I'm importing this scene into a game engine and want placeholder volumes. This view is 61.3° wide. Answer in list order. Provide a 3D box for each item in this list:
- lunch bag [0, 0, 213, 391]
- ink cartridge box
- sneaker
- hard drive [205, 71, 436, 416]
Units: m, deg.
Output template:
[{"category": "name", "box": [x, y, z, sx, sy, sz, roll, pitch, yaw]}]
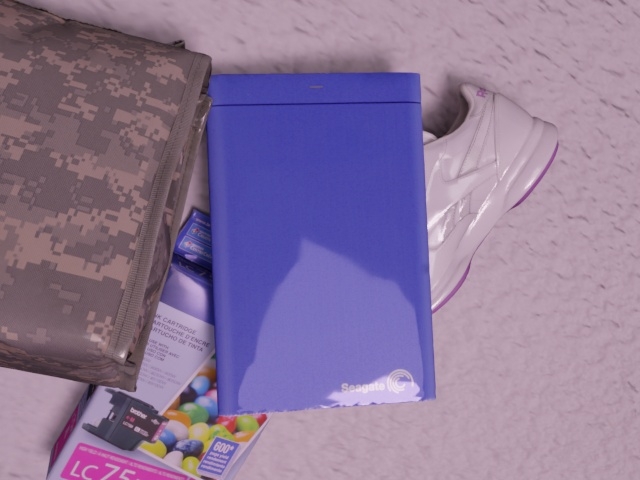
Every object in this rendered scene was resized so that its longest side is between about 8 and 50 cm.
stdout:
[{"category": "lunch bag", "box": [-0.223, -0.055, 0.417, 0.235, 0.169, 0.287, 13, 65, -11]}, {"category": "ink cartridge box", "box": [-0.131, 0.143, 0.582, 0.185, 0.065, 0.311, 29, 92, -23]}, {"category": "sneaker", "box": [0.121, -0.033, 0.608, 0.152, 0.114, 0.305, 35, 93, -3]}, {"category": "hard drive", "box": [0.000, 0.000, 0.528, 0.210, 0.040, 0.319, -2, 89, -6]}]
